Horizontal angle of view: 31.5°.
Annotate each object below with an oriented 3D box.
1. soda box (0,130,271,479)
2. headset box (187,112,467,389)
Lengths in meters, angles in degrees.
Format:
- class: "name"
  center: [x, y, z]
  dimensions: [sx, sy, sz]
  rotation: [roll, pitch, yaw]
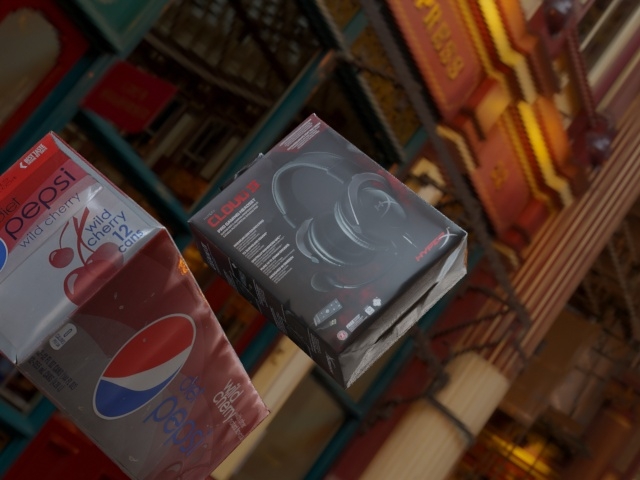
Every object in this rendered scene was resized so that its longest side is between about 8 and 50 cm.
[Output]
- class: "soda box"
  center: [-0.107, 0.058, 0.610]
  dimensions: [0.083, 0.092, 0.263]
  rotation: [39, -16, 23]
- class: "headset box"
  center: [0.000, 0.000, 0.395]
  dimensions: [0.083, 0.062, 0.032]
  rotation: [41, -18, 24]
